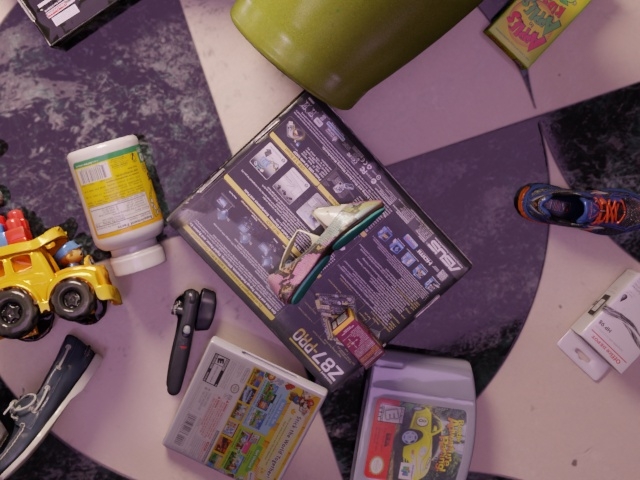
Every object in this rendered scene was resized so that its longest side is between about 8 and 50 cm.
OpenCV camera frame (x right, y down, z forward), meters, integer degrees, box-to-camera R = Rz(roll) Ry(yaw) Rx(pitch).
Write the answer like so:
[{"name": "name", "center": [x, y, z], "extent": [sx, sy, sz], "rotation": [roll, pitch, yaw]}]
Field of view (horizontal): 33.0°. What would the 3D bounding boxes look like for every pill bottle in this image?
[{"name": "pill bottle", "center": [-0.316, -0.054, 1.716], "extent": [0.118, 0.117, 0.208], "rotation": [-17, 97, -1]}]

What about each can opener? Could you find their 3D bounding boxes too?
[{"name": "can opener", "center": [-0.224, 0.166, 1.776], "extent": [0.073, 0.059, 0.186], "rotation": [15, 95, -5]}]

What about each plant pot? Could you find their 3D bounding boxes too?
[{"name": "plant pot", "center": [0.060, -0.397, 1.602], "extent": [0.366, 0.366, 0.353], "rotation": [39, 104, -7]}]

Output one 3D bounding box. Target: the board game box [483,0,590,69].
[{"name": "board game box", "center": [0.362, -0.375, 1.752], "extent": [0.092, 0.043, 0.181], "rotation": [42, 93, -7]}]

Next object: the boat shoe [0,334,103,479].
[{"name": "boat shoe", "center": [-0.449, 0.265, 1.724], "extent": [0.079, 0.095, 0.254], "rotation": [38, 70, -9]}]

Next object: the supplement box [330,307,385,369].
[{"name": "supplement box", "center": [0.059, 0.154, 1.704], "extent": [0.043, 0.055, 0.083], "rotation": [-42, 99, 4]}]

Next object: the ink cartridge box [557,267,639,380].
[{"name": "ink cartridge box", "center": [0.499, 0.148, 1.814], "extent": [0.104, 0.060, 0.180], "rotation": [43, 93, -8]}]

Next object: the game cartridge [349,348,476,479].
[{"name": "game cartridge", "center": [0.159, 0.336, 1.824], "extent": [0.196, 0.060, 0.294], "rotation": [8, 96, -8]}]

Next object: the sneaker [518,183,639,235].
[{"name": "sneaker", "center": [0.440, -0.047, 1.775], "extent": [0.221, 0.087, 0.083], "rotation": [2, 97, -3]}]

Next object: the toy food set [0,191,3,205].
[{"name": "toy food set", "center": [-0.575, -0.118, 1.699], "extent": [0.111, 0.104, 0.232], "rotation": [-14, 97, -1]}]

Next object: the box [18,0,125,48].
[{"name": "box", "center": [-0.361, -0.495, 1.681], "extent": [0.322, 0.079, 0.257], "rotation": [-35, 100, 1]}]

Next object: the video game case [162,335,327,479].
[{"name": "video game case", "center": [-0.126, 0.291, 1.774], "extent": [0.206, 0.026, 0.227], "rotation": [26, 113, -2]}]

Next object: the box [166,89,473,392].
[{"name": "box", "center": [0.000, 0.000, 1.752], "extent": [0.318, 0.097, 0.395], "rotation": [-43, 98, 1]}]

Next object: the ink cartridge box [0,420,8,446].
[{"name": "ink cartridge box", "center": [-0.739, 0.307, 1.713], "extent": [0.385, 0.160, 0.279], "rotation": [-28, 99, 1]}]

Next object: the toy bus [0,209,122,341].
[{"name": "toy bus", "center": [-0.446, 0.046, 1.720], "extent": [0.220, 0.149, 0.211], "rotation": [-15, 82, -4]}]

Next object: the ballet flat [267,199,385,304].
[{"name": "ballet flat", "center": [0.000, 0.001, 1.673], "extent": [0.079, 0.077, 0.221], "rotation": [44, 95, 12]}]
